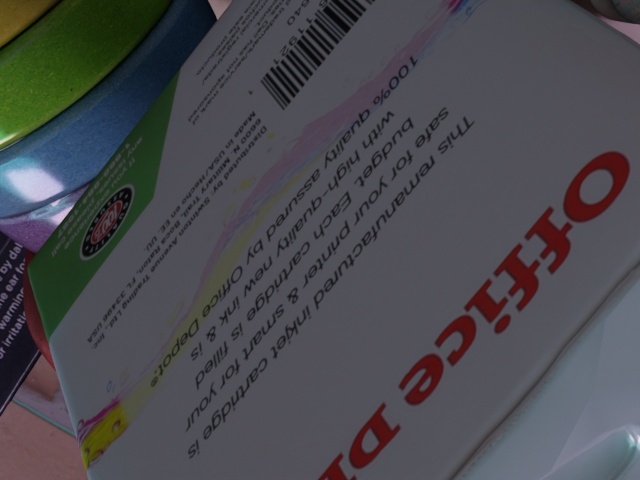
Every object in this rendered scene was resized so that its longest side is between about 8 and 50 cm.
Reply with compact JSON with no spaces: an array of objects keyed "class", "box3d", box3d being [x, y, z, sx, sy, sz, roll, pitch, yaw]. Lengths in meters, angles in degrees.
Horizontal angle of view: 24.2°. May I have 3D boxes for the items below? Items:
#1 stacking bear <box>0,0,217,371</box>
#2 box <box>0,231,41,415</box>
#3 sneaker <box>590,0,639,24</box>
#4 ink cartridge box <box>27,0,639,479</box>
[{"class":"stacking bear","box3d":[-0.143,-0.110,0.658,0.289,0.175,0.164,54,173,-28]},{"class":"box","box3d":[-0.415,-0.080,1.315,0.472,0.297,0.480,34,170,-8]},{"class":"sneaker","box3d":[0.081,-0.095,0.387,0.152,0.061,0.054,33,172,-7]},{"class":"ink cartridge box","box3d":[0.028,0.021,0.467,0.117,0.201,0.278,34,-170,-30]}]
